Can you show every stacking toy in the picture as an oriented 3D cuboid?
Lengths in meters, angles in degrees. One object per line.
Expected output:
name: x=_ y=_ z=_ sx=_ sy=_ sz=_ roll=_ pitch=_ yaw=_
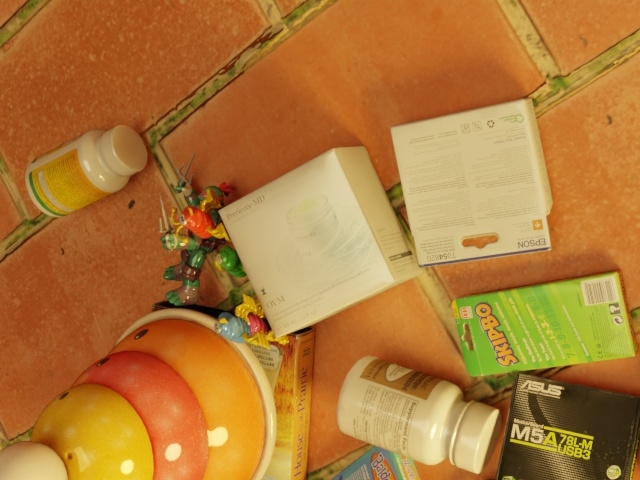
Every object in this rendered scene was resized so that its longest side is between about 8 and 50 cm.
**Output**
stacking toy: x=-0.320 y=0.310 z=1.734 sx=0.351 sy=0.480 sz=0.350 roll=5 pitch=99 yaw=29

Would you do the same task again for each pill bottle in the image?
pill bottle: x=-0.409 y=-0.126 z=1.993 sx=0.208 sy=0.117 sz=0.117 roll=-22 pitch=87 yaw=30
pill bottle: x=0.152 y=0.269 z=1.734 sx=0.229 sy=0.131 sz=0.131 roll=17 pitch=106 yaw=26

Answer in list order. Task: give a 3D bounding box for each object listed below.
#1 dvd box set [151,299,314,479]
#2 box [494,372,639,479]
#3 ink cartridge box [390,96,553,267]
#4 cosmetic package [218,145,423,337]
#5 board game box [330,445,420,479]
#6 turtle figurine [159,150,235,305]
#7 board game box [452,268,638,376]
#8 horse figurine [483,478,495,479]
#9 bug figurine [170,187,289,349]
dvd box set: x=-0.164 y=0.331 z=1.962 sx=0.308 sy=0.062 sz=0.420 roll=10 pitch=103 yaw=28
box: x=0.360 y=0.299 z=1.640 sx=0.191 sy=0.045 sz=0.184 roll=10 pitch=84 yaw=28
ink cartridge box: x=0.228 y=-0.083 z=1.683 sx=0.223 sy=0.045 sz=0.224 roll=-8 pitch=95 yaw=31
cosmetic package: x=0.000 y=0.000 z=1.761 sx=0.224 sy=0.138 sz=0.224 roll=-27 pitch=83 yaw=24
board game box: x=0.076 y=0.435 z=1.813 sx=0.210 sy=0.047 sz=0.160 roll=-43 pitch=47 yaw=28
turtle figurine: x=-0.212 y=-0.017 z=1.887 sx=0.118 sy=0.175 sz=0.234 roll=15 pitch=117 yaw=0
board game box: x=0.326 y=0.125 z=1.669 sx=0.259 sy=0.039 sz=0.124 roll=-12 pitch=92 yaw=28
horse figurine: x=0.322 y=0.438 z=1.705 sx=0.263 sy=0.066 sz=0.174 roll=33 pitch=113 yaw=21
bug figurine: x=-0.141 y=0.068 z=1.784 sx=0.072 sy=0.216 sz=0.279 roll=-26 pitch=64 yaw=11
